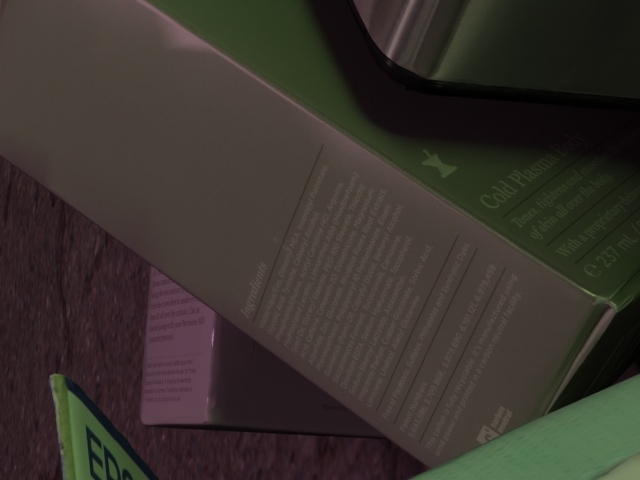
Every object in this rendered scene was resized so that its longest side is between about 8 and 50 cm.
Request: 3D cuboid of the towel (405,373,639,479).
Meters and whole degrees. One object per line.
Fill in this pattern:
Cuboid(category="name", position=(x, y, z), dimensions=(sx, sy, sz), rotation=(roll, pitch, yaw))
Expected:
Cuboid(category="towel", position=(0.118, 0.109, 0.219), dimensions=(0.320, 0.374, 0.090), rotation=(44, 159, 61))

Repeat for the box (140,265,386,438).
Cuboid(category="box", position=(0.000, 0.000, 0.775), dimensions=(0.091, 0.130, 0.171), rotation=(166, 109, -66))

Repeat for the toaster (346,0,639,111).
Cuboid(category="toaster", position=(0.078, -0.128, 0.559), dimensions=(0.168, 0.185, 0.110), rotation=(-106, 27, -42))

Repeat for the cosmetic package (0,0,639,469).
Cuboid(category="cosmetic package", position=(0.009, -0.031, 0.620), dimensions=(0.238, 0.127, 0.107), rotation=(36, 127, 14))

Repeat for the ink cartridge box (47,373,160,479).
Cuboid(category="ink cartridge box", position=(-0.023, 0.252, 0.471), dimensions=(0.324, 0.071, 0.330), rotation=(64, -170, -55))
